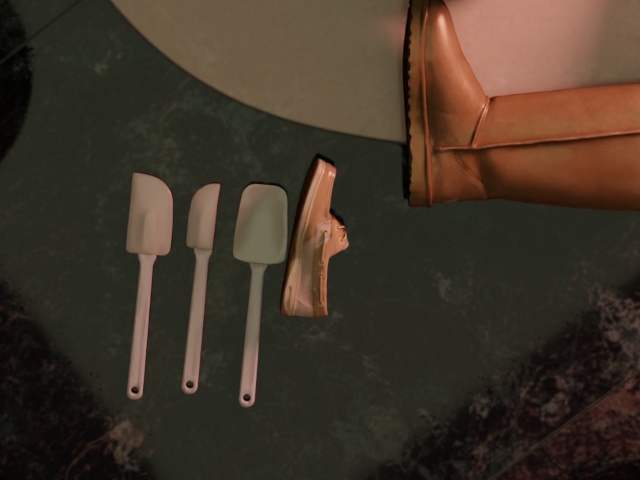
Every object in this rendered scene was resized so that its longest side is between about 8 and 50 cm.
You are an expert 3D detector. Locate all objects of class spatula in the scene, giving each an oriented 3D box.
[{"bbox_3d":[-0.124,0.056,1.702,0.168,0.019,0.242,5,97,-2],"label":"spatula"}]

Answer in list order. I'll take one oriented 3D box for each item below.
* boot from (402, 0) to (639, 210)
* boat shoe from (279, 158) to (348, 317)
[{"bbox_3d":[0.220,-0.143,1.649,0.270,0.089,0.236,-2,108,0],"label":"boot"},{"bbox_3d":[0.000,0.000,1.677,0.059,0.063,0.170,11,107,-4],"label":"boat shoe"}]
